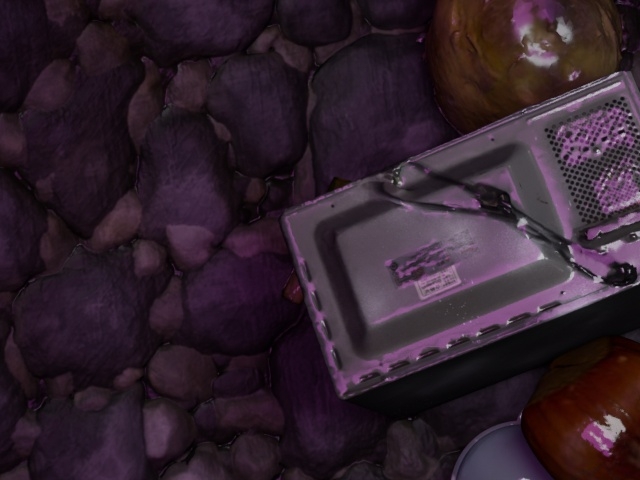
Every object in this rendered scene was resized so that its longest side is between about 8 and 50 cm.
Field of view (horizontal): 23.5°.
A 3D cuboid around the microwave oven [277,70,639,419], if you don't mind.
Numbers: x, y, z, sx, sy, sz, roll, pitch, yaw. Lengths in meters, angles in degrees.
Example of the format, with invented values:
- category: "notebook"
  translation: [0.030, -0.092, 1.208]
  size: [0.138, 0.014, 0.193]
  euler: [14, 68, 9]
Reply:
- category: "microwave oven"
  translation: [0.214, 0.020, 1.813]
  size: [0.432, 0.374, 0.236]
  euler: [-23, 75, 9]

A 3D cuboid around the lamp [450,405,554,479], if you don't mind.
- category: "lamp"
  translation: [0.228, 0.322, 1.871]
  size: [0.246, 0.108, 0.179]
  euler: [-39, 69, 0]

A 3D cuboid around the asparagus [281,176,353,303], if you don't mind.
- category: "asparagus"
  translation: [0.000, 0.000, 2.022]
  size: [0.045, 0.041, 0.178]
  euler: [22, 83, 23]

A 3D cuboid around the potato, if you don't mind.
- category: "potato"
  translation: [0.252, -0.278, 1.938]
  size: [0.288, 0.237, 0.301]
  euler: [33, 84, 16]

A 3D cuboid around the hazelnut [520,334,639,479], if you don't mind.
- category: "hazelnut"
  translation: [0.345, 0.217, 1.787]
  size: [0.212, 0.181, 0.181]
  euler: [-37, 100, -29]
